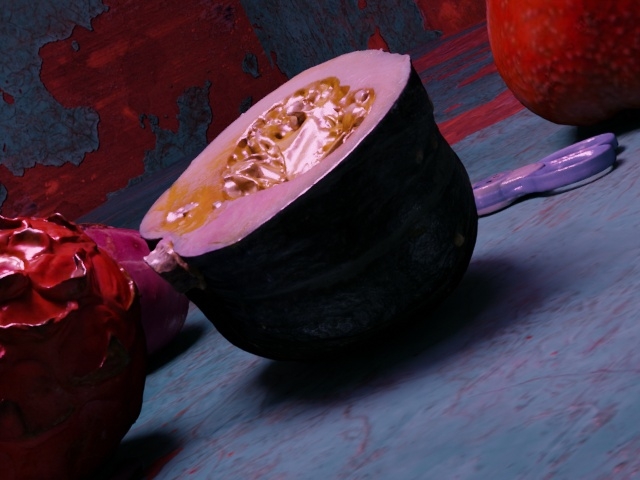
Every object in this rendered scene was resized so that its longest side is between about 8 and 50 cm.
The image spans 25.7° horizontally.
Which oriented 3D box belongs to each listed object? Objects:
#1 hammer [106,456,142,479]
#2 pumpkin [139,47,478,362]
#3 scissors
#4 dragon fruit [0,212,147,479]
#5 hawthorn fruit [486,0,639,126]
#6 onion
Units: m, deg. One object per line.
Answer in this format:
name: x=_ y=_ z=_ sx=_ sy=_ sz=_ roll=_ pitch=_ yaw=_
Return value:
hammer: x=-0.181 y=0.212 z=1.000 sx=0.103 sy=0.029 sz=0.246 roll=-23 pitch=9 yaw=15
pumpkin: x=0.006 y=-0.004 z=1.174 sx=0.263 sy=0.197 sz=0.293 roll=-40 pitch=19 yaw=-8
scissors: x=0.180 y=-0.050 z=1.430 sx=0.256 sy=0.030 sz=0.125 roll=-20 pitch=9 yaw=20
dragon fruit: x=-0.253 y=0.102 z=1.142 sx=0.241 sy=0.252 sz=0.241 roll=3 pitch=3 yaw=0
hawthorn fruit: x=0.299 y=-0.299 z=1.502 sx=0.284 sy=0.369 sz=0.285 roll=-18 pitch=29 yaw=10
onion: x=-0.240 y=0.063 z=1.529 sx=0.207 sy=0.200 sz=0.200 roll=-37 pitch=4 yaw=27
